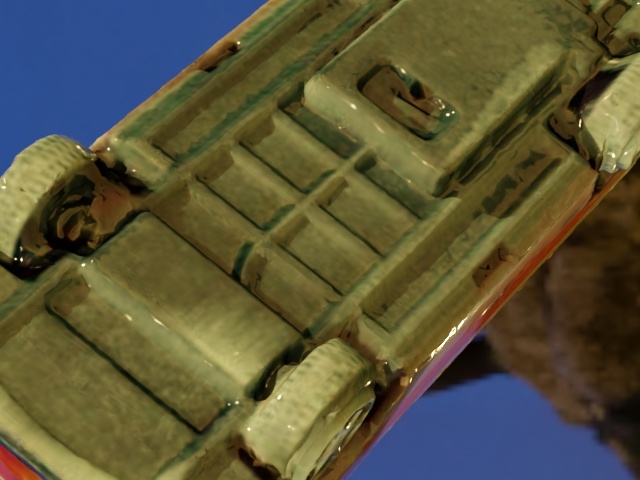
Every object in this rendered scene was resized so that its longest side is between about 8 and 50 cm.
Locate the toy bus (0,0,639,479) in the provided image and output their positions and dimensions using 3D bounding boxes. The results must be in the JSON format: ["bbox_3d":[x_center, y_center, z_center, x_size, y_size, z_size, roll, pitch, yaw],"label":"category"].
[{"bbox_3d":[0.000,0.000,0.528,0.265,0.121,0.120,-44,-14,-36],"label":"toy bus"}]
